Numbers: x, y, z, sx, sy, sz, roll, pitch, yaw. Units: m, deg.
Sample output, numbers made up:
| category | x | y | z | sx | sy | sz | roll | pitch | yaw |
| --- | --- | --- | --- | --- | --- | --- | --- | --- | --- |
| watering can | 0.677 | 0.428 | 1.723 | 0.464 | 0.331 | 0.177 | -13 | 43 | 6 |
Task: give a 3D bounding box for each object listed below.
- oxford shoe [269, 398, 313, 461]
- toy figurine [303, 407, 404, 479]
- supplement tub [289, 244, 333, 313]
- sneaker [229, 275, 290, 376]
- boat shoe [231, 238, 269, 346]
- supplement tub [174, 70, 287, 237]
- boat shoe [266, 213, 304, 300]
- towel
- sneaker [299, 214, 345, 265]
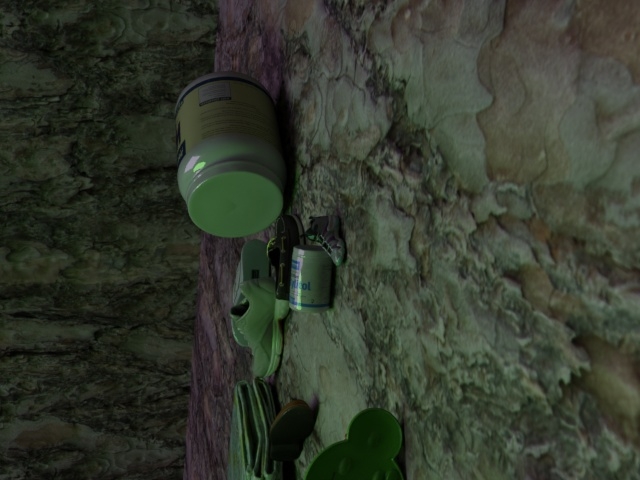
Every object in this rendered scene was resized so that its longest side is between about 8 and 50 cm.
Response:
| category | x | y | z | sx | sy | sz | roll | pitch | yaw |
| --- | --- | --- | --- | --- | --- | --- | --- | --- | --- |
| oxford shoe | -0.061 | 0.340 | 1.326 | 0.212 | 0.076 | 0.076 | 110 | 162 | -50 |
| toy figurine | 0.040 | 0.306 | 0.945 | 0.159 | 0.130 | 0.173 | 120 | 172 | -76 |
| supplement tub | -0.016 | 0.065 | 1.200 | 0.071 | 0.071 | 0.107 | -152 | 64 | -72 |
| sneaker | -0.141 | 0.183 | 1.529 | 0.099 | 0.121 | 0.262 | -114 | 30 | -58 |
| boat shoe | -0.162 | 0.129 | 1.689 | 0.084 | 0.095 | 0.258 | 127 | 153 | -70 |
| supplement tub | -0.199 | -0.191 | 1.567 | 0.235 | 0.235 | 0.324 | 109 | 157 | -46 |
| boat shoe | -0.069 | 0.027 | 1.389 | 0.227 | 0.069 | 0.081 | -106 | 24 | -46 |
| towel | -0.146 | 0.535 | 1.561 | 0.320 | 0.090 | 0.374 | -108 | 23 | -57 |
| sneaker | 0.000 | 0.000 | 1.153 | 0.038 | 0.069 | 0.098 | 109 | 157 | -46 |
